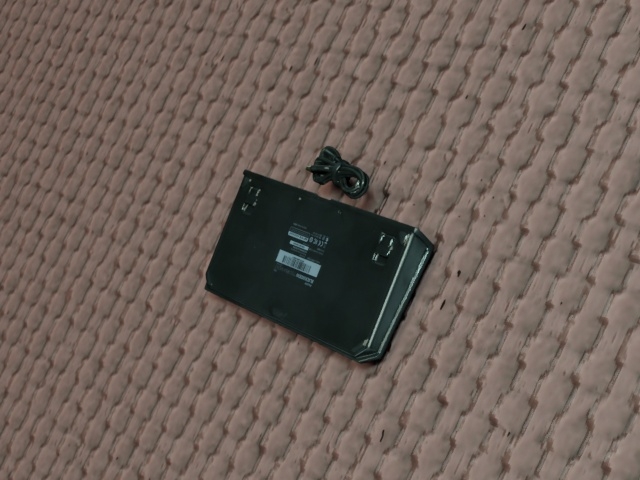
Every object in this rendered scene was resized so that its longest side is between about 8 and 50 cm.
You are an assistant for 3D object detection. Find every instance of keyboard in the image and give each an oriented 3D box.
[{"bbox_3d":[0.000,0.000,0.939,0.180,0.023,0.108,21,90,53],"label":"keyboard"}]
